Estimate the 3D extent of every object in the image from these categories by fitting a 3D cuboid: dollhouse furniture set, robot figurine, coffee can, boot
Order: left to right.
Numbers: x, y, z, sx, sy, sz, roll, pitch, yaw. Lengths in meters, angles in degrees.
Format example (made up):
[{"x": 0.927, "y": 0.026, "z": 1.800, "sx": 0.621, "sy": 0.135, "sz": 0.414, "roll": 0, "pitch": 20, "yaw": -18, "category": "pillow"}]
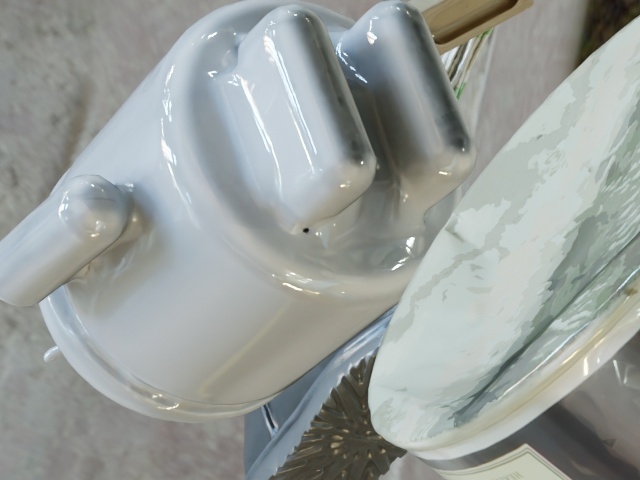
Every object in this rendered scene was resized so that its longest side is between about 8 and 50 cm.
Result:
[{"x": -0.050, "y": -0.012, "z": 1.120, "sx": 0.300, "sy": 0.353, "sz": 0.199, "roll": -3, "pitch": 67, "yaw": -35, "category": "robot figurine"}, {"x": -0.002, "y": 0.001, "z": 1.761, "sx": 0.367, "sy": 0.146, "sz": 0.445, "roll": -45, "pitch": 43, "yaw": 34, "category": "boot"}, {"x": 0.130, "y": -0.210, "z": 1.499, "sx": 0.144, "sy": 0.151, "sz": 0.123, "roll": -29, "pitch": 41, "yaw": -16, "category": "dollhouse furniture set"}, {"x": 0.184, "y": 0.069, "z": 0.635, "sx": 0.275, "sy": 0.201, "sz": 0.201, "roll": 38, "pitch": 84, "yaw": -12, "category": "coffee can"}]

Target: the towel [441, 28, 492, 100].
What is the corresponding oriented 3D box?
[{"x": 0.132, "y": -0.174, "z": 1.771, "sx": 0.038, "sy": 0.248, "sz": 0.324, "roll": 21, "pitch": 102, "yaw": -1, "category": "towel"}]
